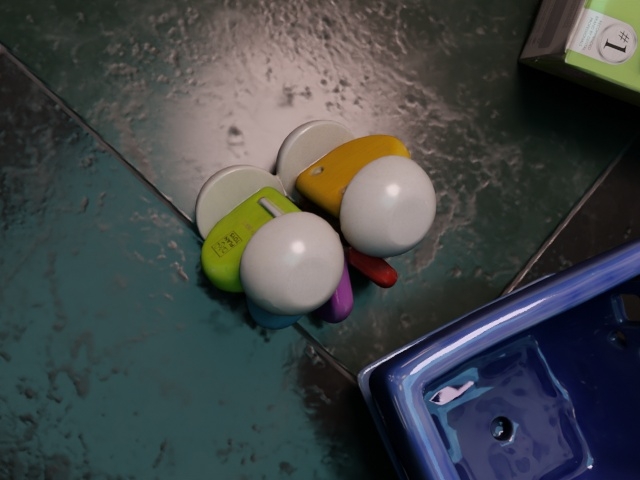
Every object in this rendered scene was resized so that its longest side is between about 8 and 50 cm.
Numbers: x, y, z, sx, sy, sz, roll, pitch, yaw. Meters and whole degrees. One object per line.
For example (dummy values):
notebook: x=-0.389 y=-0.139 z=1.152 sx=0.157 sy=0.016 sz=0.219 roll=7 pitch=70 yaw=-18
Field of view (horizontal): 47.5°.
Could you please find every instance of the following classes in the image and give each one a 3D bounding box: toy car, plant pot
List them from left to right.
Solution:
toy car: x=0.000 y=0.000 z=0.566 sx=0.182 sy=0.159 sz=0.136 roll=-31 pitch=126 yaw=-14
plant pot: x=0.167 y=0.146 z=0.528 sx=0.235 sy=0.212 sz=0.236 roll=-25 pitch=88 yaw=-12

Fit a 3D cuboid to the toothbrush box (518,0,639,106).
toothbrush box: x=0.351 y=-0.205 z=0.625 sx=0.283 sy=0.122 sz=0.206 roll=17 pitch=102 yaw=-7
